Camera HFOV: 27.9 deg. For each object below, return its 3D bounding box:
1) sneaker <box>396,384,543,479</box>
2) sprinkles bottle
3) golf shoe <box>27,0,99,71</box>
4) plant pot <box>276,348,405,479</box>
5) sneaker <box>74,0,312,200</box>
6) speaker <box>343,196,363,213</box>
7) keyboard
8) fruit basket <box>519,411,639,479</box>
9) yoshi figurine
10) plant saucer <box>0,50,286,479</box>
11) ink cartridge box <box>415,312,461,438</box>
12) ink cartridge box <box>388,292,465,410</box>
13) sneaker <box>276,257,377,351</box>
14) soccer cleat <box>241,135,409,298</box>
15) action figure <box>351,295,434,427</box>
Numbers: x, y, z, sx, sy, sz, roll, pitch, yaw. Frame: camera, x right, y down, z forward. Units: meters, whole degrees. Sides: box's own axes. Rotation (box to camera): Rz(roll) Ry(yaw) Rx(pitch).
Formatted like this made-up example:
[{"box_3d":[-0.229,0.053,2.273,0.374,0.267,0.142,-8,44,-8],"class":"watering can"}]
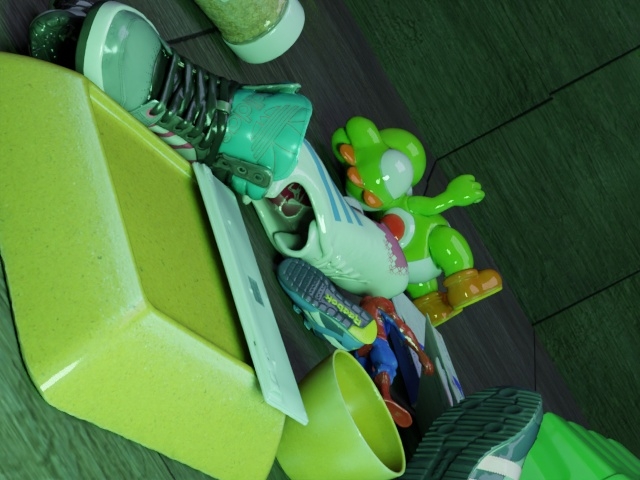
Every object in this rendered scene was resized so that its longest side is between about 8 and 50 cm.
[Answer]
[{"box_3d":[0.158,0.283,1.407,0.319,0.112,0.131,-41,125,-44],"class":"sneaker"},{"box_3d":[-0.156,-0.393,1.763,0.355,0.121,0.121,47,19,-46],"class":"sprinkles bottle"},{"box_3d":[-0.237,-0.195,1.208,0.094,0.077,0.198,46,9,9],"class":"golf shoe"},{"box_3d":[0.008,0.186,1.243,0.134,0.095,0.134,54,15,-22],"class":"plant pot"},{"box_3d":[-0.102,-0.121,1.204,0.295,0.178,0.124,51,52,-70],"class":"sneaker"},{"box_3d":[0.042,-0.005,1.839,0.055,0.055,0.136,52,16,-32],"class":"speaker"},{"box_3d":[-0.063,0.042,1.126,0.072,0.014,0.256,51,16,-55],"class":"keyboard"},{"box_3d":[0.380,0.454,1.734,0.392,0.283,0.392,44,15,-15],"class":"fruit basket"},{"box_3d":[0.158,-0.050,2.113,0.362,0.203,0.203,60,-2,5],"class":"yoshi figurine"},{"box_3d":[-0.142,0.017,1.079,0.333,0.081,0.333,41,25,-55],"class":"plant saucer"},{"box_3d":[0.175,0.230,1.638,0.232,0.066,0.189,96,-17,-47],"class":"ink cartridge box"},{"box_3d":[0.144,0.172,1.872,0.208,0.045,0.206,49,18,-45],"class":"ink cartridge box"},{"box_3d":[-0.002,0.081,1.527,0.144,0.059,0.053,43,48,-7],"class":"sneaker"},{"box_3d":[0.000,0.000,1.610,0.331,0.116,0.143,48,34,-36],"class":"soccer cleat"},{"box_3d":[0.085,0.169,1.575,0.139,0.091,0.280,47,19,-24],"class":"action figure"}]
